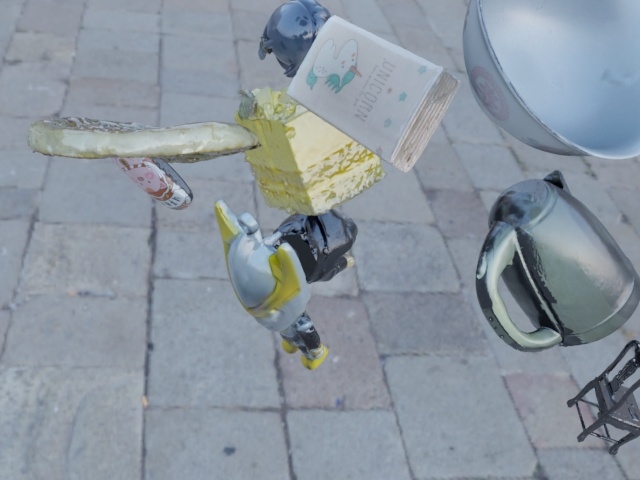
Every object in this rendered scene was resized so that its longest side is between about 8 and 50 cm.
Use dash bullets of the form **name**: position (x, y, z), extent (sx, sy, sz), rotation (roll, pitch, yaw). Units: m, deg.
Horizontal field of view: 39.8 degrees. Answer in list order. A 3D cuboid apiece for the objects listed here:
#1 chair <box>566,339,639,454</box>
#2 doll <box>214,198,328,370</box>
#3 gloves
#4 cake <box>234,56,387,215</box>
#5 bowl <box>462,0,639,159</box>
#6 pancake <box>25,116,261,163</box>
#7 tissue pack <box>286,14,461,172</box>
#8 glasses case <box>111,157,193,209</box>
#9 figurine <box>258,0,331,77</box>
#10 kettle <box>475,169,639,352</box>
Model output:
- **chair**: position (0.600, 0.309, 1.747), extent (0.113, 0.229, 0.106), rotation (21, 38, -20)
- **doll**: position (-0.066, 0.069, 1.257), extent (0.103, 0.316, 0.145), rotation (-24, 47, -1)
- **gloves**: position (0.005, -0.001, 2.017), extent (0.152, 0.197, 0.301), rotation (-25, 10, 14)
- **cake**: position (-0.027, -0.223, 1.777), extent (0.227, 0.286, 0.222), rotation (-31, 23, -24)
- **bowl**: position (0.308, -0.244, 1.226), extent (0.345, 0.157, 0.346), rotation (10, 68, -27)
- **pancake**: position (-0.254, -0.147, 1.289), extent (0.356, 0.065, 0.356), rotation (5, 5, 0)
- **tissue pack**: position (0.079, -0.250, 1.466), extent (0.071, 0.170, 0.325), rotation (23, 12, -42)
- **glasses case**: position (-0.408, -0.167, 2.082), extent (0.103, 0.267, 0.067), rotation (-6, 46, 48)
- **figurine**: position (-0.056, -0.497, 2.230), extent (0.175, 0.265, 0.197), rotation (43, 61, 15)
- **kettle**: position (0.421, 0.051, 1.700), extent (0.321, 0.324, 0.228), rotation (-50, 29, -16)
